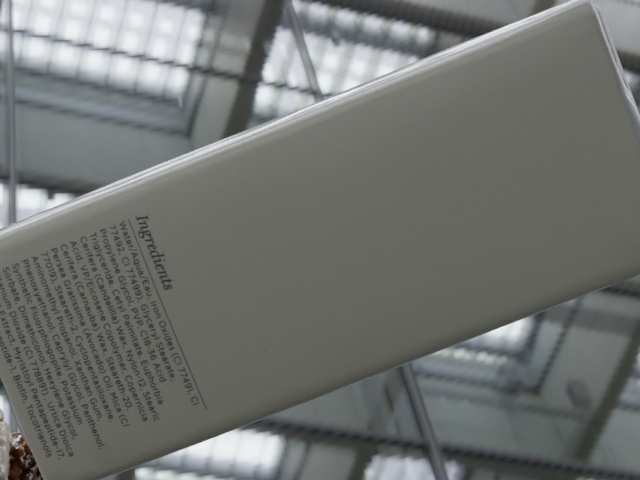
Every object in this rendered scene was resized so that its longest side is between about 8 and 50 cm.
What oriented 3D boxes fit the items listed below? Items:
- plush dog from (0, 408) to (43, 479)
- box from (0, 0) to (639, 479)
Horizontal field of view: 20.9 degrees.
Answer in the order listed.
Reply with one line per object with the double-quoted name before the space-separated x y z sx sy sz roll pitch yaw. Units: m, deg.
"plush dog" -0.255 0.101 0.832 0.225 0.211 0.262 -13 -36 31
"box" 0.000 0.000 0.714 0.275 0.094 0.113 -20 -85 6
